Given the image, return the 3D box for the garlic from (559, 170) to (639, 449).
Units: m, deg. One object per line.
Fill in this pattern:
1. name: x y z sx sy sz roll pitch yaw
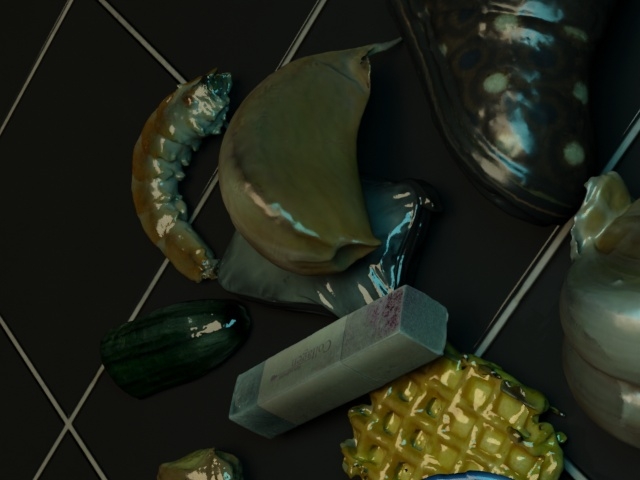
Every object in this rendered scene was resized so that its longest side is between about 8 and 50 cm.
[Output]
1. garlic: 0.340 0.071 1.194 0.237 0.210 0.292 -35 45 -11

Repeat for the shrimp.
1. shrimp: -0.195 -0.083 1.736 0.185 0.068 0.287 -8 76 42

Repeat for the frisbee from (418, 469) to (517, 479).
1. frisbee: 0.161 0.341 1.277 0.242 0.045 0.242 4 103 16

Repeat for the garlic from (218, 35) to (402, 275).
1. garlic: -0.010 -0.106 1.487 0.196 0.151 0.338 2 53 9

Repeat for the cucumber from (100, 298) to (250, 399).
1. cucumber: -0.197 0.130 1.692 0.244 0.063 0.115 -23 65 34

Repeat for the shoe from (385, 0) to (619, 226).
1. shoe: 0.222 -0.213 1.323 0.237 0.171 0.384 -44 47 30

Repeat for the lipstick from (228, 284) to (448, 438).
1. lipstick: 0.014 0.144 1.446 0.317 0.068 0.066 -32 36 44

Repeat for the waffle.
1. waffle: 0.131 0.223 1.373 0.280 0.060 0.262 -29 62 34

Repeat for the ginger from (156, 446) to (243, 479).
1. ginger: -0.140 0.363 1.578 0.137 0.074 0.213 -31 67 33

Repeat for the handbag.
1. handbag: 0.002 0.001 1.542 0.332 0.075 0.192 12 85 46
